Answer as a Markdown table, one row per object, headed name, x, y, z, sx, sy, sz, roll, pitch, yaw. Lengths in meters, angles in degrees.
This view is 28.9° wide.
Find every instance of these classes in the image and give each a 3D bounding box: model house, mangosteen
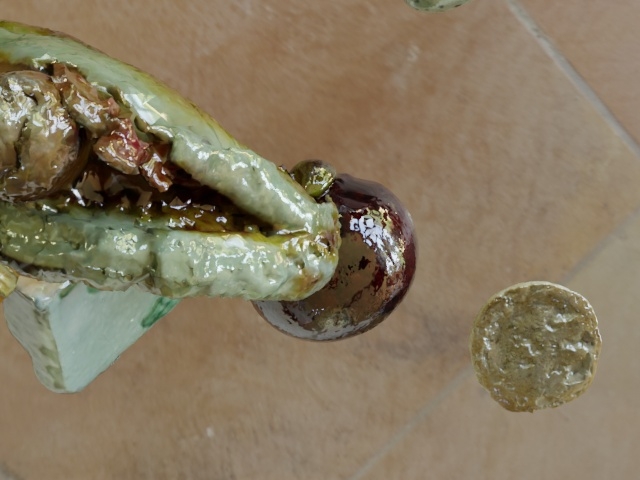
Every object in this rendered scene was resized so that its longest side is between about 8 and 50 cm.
| name | x | y | z | sx | sy | sz | roll | pitch | yaw |
| --- | --- | --- | --- | --- | --- | --- | --- | --- | --- |
| model house | -0.353 | -0.007 | 1.569 | 0.267 | 0.325 | 0.194 | -42 | 150 | -34 |
| mangosteen | 0.010 | 0.006 | 1.463 | 0.216 | 0.216 | 0.216 | -4 | 110 | -12 |

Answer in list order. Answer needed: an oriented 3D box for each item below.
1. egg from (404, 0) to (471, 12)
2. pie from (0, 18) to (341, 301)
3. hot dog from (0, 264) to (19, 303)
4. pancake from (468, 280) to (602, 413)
| name | x | y | z | sx | sy | sz | roll | pitch | yaw |
| --- | --- | --- | --- | --- | --- | --- | --- | --- | --- |
| egg | 0.141 | -0.315 | 1.300 | 0.164 | 0.131 | 0.131 | -44 | 113 | 12 |
| pie | -0.112 | -0.041 | 0.652 | 0.257 | 0.274 | 0.105 | 23 | 95 | -43 |
| hot dog | -0.350 | 0.002 | 1.283 | 0.109 | 0.072 | 0.269 | 40 | 74 | -32 |
| pancake | 0.229 | 0.116 | 1.335 | 0.151 | 0.025 | 0.152 | -1 | 101 | -6 |
